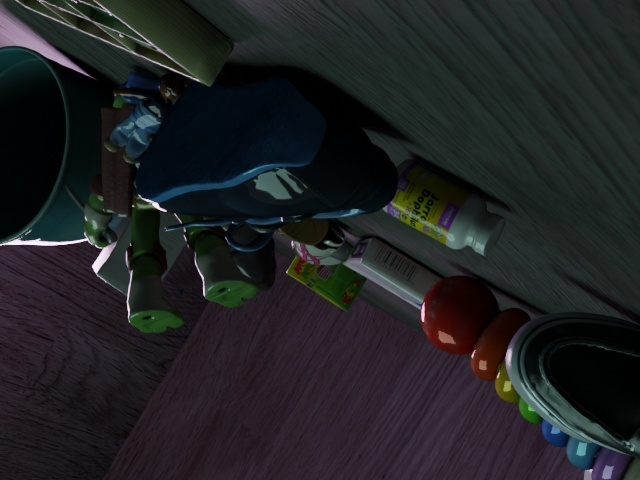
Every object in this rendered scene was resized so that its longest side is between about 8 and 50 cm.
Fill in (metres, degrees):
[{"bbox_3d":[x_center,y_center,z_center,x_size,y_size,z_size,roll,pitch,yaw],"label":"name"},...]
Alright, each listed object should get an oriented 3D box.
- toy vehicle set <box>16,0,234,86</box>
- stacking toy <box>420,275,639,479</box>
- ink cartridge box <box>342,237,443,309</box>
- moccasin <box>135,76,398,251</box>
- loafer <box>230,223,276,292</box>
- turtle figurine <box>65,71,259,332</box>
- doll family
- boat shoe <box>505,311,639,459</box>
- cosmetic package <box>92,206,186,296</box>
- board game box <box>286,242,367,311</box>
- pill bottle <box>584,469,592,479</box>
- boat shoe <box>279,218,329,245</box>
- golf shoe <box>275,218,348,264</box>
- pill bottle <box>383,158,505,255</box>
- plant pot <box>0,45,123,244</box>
[{"bbox_3d":[-0.198,-0.196,0.929,0.267,0.035,0.166,27,175,44],"label":"toy vehicle set"},{"bbox_3d":[0.245,0.152,1.409,0.330,0.141,0.141,33,178,24],"label":"stacking toy"},{"bbox_3d":[0.135,0.066,1.760,0.206,0.045,0.208,31,176,-4],"label":"ink cartridge box"},{"bbox_3d":[-0.053,-0.049,0.997,0.117,0.137,0.342,28,179,-22],"label":"moccasin"},{"bbox_3d":[-0.113,0.004,1.745,0.095,0.109,0.302,62,178,-12],"label":"loafer"},{"bbox_3d":[-0.158,-0.031,1.442,0.198,0.266,0.274,-6,154,-20],"label":"turtle figurine"},{"bbox_3d":[-0.122,-0.089,1.275,0.193,0.076,0.111,22,138,-27],"label":"doll family"},{"bbox_3d":[0.293,0.144,1.025,0.301,0.108,0.102,28,177,3],"label":"boat shoe"},{"bbox_3d":[-0.212,-0.034,1.743,0.085,0.231,0.117,34,176,-13],"label":"cosmetic package"},{"bbox_3d":[0.019,0.046,2.086,0.043,0.092,0.181,30,177,28],"label":"board game box"},{"bbox_3d":[0.478,0.344,1.632,0.188,0.188,0.334,32,177,-20],"label":"pill bottle"},{"bbox_3d":[-0.059,-0.056,1.617,0.170,0.063,0.059,40,179,-31],"label":"boat shoe"},{"bbox_3d":[0.000,0.000,1.798,0.086,0.067,0.186,27,175,31],"label":"golf shoe"},{"bbox_3d":[0.088,-0.022,0.918,0.083,0.043,0.043,29,176,20],"label":"pill bottle"},{"bbox_3d":[-0.360,-0.114,1.835,0.272,0.271,0.255,29,-170,35],"label":"plant pot"}]
